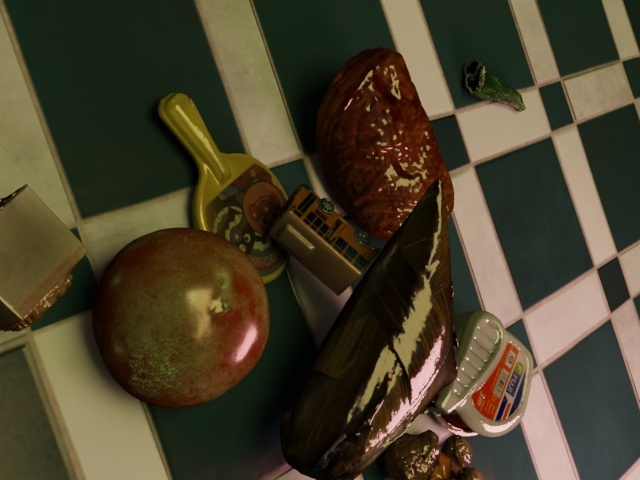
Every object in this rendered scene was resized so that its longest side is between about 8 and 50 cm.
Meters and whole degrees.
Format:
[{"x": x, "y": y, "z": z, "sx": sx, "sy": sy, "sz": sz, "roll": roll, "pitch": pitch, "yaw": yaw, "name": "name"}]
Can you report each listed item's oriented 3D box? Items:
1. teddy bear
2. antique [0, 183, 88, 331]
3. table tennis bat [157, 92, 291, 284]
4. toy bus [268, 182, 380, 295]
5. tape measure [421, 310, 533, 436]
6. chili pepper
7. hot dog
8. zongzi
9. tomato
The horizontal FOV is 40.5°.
[{"x": 0.203, "y": 0.431, "z": 1.641, "sx": 0.190, "sy": 0.140, "sz": 0.177, "roll": 35, "pitch": 16, "yaw": -20, "name": "teddy bear"}, {"x": -0.418, "y": 0.036, "z": 1.154, "sx": 0.148, "sy": 0.151, "sz": 0.147, "roll": 49, "pitch": 50, "yaw": -18, "name": "antique"}, {"x": -0.159, "y": -0.091, "z": 1.488, "sx": 0.224, "sy": 0.054, "sz": 0.369, "roll": -48, "pitch": 115, "yaw": -41, "name": "table tennis bat"}, {"x": 0.000, "y": 0.000, "z": 1.511, "sx": 0.182, "sy": 0.091, "sz": 0.103, "roll": 42, "pitch": 45, "yaw": -3, "name": "toy bus"}, {"x": 0.310, "y": 0.283, "z": 1.769, "sx": 0.246, "sy": 0.125, "sz": 0.243, "roll": 42, "pitch": 62, "yaw": -24, "name": "tape measure"}, {"x": 0.430, "y": -0.354, "z": 2.090, "sx": 0.226, "sy": 0.059, "sz": 0.088, "roll": 19, "pitch": 71, "yaw": -42, "name": "chili pepper"}, {"x": 0.129, "y": -0.179, "z": 1.696, "sx": 0.267, "sy": 0.174, "sz": 0.388, "roll": -41, "pitch": 116, "yaw": -38, "name": "hot dog"}, {"x": 0.086, "y": 0.155, "z": 1.423, "sx": 0.403, "sy": 0.207, "sz": 0.432, "roll": -39, "pitch": 142, "yaw": -41, "name": "zongzi"}, {"x": -0.196, "y": 0.112, "z": 1.288, "sx": 0.270, "sy": 0.222, "sz": 0.270, "roll": 14, "pitch": 67, "yaw": -37, "name": "tomato"}]
